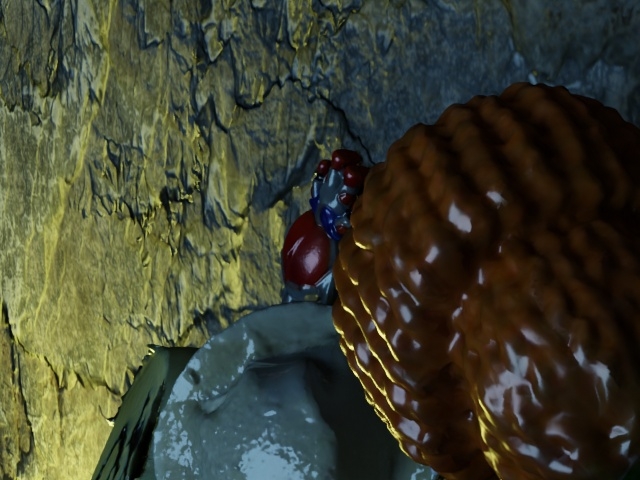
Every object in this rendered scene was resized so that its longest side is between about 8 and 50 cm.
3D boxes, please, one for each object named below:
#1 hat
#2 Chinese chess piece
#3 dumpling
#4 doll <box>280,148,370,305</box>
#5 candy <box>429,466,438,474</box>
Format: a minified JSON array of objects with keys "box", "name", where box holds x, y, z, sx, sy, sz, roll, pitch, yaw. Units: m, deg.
[{"box":[0.153,0.095,1.023,0.400,0.285,0.285,-104,20,-58],"name":"hat"},{"box":[-0.171,0.285,1.729,0.349,0.146,0.349,-159,90,-78],"name":"Chinese chess piece"},{"box":[-0.026,0.171,1.510,0.175,0.243,0.227,169,97,-74],"name":"dumpling"},{"box":[0.000,-0.001,1.581,0.104,0.062,0.195,40,125,28],"name":"doll"},{"box":[0.129,0.160,1.298,0.124,0.124,0.366,-15,80,61],"name":"candy"}]
